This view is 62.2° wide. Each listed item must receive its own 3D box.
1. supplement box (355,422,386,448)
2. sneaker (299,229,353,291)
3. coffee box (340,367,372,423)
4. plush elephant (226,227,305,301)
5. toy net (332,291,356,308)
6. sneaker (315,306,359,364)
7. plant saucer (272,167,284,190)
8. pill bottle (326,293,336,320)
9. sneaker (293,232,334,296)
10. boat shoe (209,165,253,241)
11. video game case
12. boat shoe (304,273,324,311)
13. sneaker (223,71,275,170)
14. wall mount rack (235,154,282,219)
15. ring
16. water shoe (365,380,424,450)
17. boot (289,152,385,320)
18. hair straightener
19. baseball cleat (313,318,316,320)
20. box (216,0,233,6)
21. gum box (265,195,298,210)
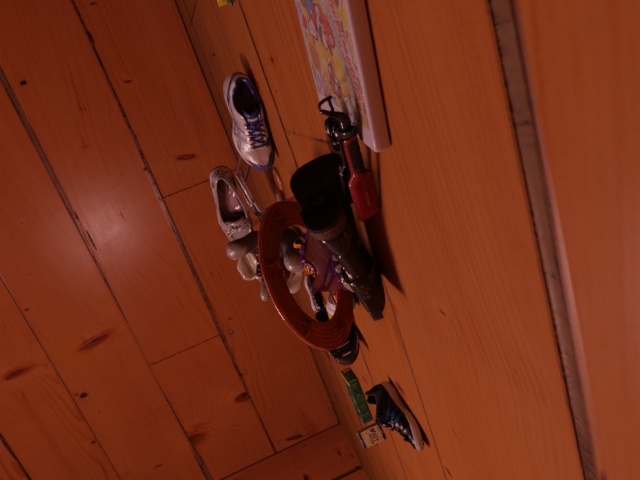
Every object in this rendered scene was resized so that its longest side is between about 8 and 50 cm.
[{"bbox_3d":[0.175,0.681,1.854,0.083,0.083,0.056,103,142,-73],"label":"supplement box"},{"bbox_3d":[0.000,0.000,1.056,0.095,0.105,0.236,23,-130,-69],"label":"sneaker"},{"bbox_3d":[0.134,0.580,1.988,0.113,0.041,0.184,-143,31,-73],"label":"coffee box"},{"bbox_3d":[-0.174,0.088,1.877,0.330,0.272,0.255,-74,-7,-65],"label":"plush elephant"},{"bbox_3d":[0.022,0.085,1.273,0.232,0.045,0.122,64,-157,-9],"label":"toy net"},{"bbox_3d":[0.064,0.285,1.551,0.108,0.100,0.271,61,180,-21],"label":"sneaker"},{"bbox_3d":[-0.145,-0.206,1.797,0.083,0.013,0.083,157,90,-80],"label":"plant saucer"},{"bbox_3d":[0.050,0.193,1.459,0.116,0.065,0.065,77,167,-45],"label":"pill bottle"},{"bbox_3d":[0.002,0.072,1.397,0.084,0.083,0.214,113,132,-76],"label":"sneaker"},{"bbox_3d":[-0.318,-0.106,1.894,0.103,0.118,0.320,-109,7,-59],"label":"boat shoe"},{"bbox_3d":[0.019,-0.250,0.688,0.206,0.026,0.226,-125,16,-54],"label":"video game case"},{"bbox_3d":[-0.018,0.189,1.939,0.040,0.049,0.142,-19,85,46],"label":"boat shoe"},{"bbox_3d":[-0.208,-0.336,1.536,0.131,0.112,0.296,-137,25,-68],"label":"sneaker"},{"bbox_3d":[-0.238,-0.226,1.931,0.304,0.131,0.350,63,174,6],"label":"wall mount rack"},{"bbox_3d":[-0.014,0.066,1.130,0.336,0.032,0.336,43,-145,-40],"label":"ring"},{"bbox_3d":[0.173,0.426,1.257,0.203,0.080,0.072,-126,16,-56],"label":"water shoe"},{"bbox_3d":[0.040,-0.009,0.940,0.229,0.091,0.262,57,-162,-37],"label":"boot"},{"bbox_3d":[0.030,-0.121,0.755,0.089,0.047,0.230,55,178,36],"label":"hair straightener"},{"bbox_3d":[0.047,0.321,1.699,0.206,0.072,0.109,40,180,-36],"label":"baseball cleat"},{"bbox_3d":[-0.262,-0.655,1.300,0.105,0.043,0.179,80,163,-55],"label":"box"},{"bbox_3d":[-0.082,-0.082,1.429,0.188,0.107,0.062,-172,60,-79],"label":"gum box"}]
